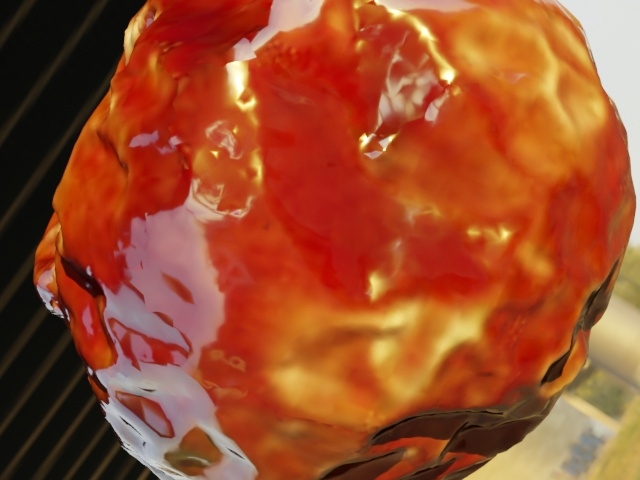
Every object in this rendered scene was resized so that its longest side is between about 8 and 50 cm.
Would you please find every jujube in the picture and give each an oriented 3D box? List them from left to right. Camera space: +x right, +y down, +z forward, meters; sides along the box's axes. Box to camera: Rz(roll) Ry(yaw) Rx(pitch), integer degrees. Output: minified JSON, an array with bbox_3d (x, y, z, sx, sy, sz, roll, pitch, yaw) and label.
[{"bbox_3d":[0.000,0.000,0.495,0.213,0.213,0.232,-54,5,-13],"label":"jujube"}]
